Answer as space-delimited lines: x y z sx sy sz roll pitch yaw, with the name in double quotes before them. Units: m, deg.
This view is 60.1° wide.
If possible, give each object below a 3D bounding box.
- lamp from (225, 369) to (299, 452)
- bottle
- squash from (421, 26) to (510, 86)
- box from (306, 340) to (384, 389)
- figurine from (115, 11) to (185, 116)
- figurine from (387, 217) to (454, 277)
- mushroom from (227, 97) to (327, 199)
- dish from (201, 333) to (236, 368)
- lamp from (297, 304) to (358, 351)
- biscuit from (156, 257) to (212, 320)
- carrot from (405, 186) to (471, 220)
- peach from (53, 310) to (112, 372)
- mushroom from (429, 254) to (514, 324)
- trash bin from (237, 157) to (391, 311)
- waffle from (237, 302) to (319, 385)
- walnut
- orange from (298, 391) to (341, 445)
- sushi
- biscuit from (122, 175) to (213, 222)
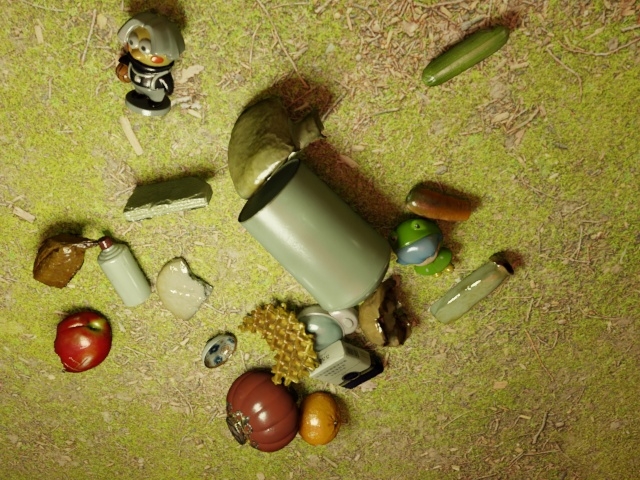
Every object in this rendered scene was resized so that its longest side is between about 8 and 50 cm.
"lamp" -0.209 0.616 2.002 0.257 0.303 0.303 -32 129 -29
"bottle" -0.638 0.091 1.771 0.104 0.104 0.245 -12 123 10
"squash" 0.362 -0.463 1.386 0.238 0.069 0.069 -28 119 19
"box" 0.088 0.443 1.948 0.168 0.071 0.259 -35 138 22
"figurine" -0.434 -0.451 1.388 0.175 0.133 0.237 27 129 7
"figurine" 0.313 0.029 1.684 0.162 0.143 0.263 -25 137 27
"mushroom" -0.148 -0.249 1.438 0.291 0.217 0.212 -25 102 27
"dish" -0.378 0.378 1.974 0.141 0.078 0.141 -32 142 -29
"lamp" 0.016 0.301 1.887 0.245 0.108 0.180 -24 124 16
"biscuit" -0.457 0.170 1.857 0.187 0.040 0.266 2 124 4
"carrot" 0.345 -0.099 1.620 0.193 0.087 0.087 16 123 -7
"peach" -0.831 0.356 1.908 0.226 0.196 0.190 -45 79 24
"mushroom" 0.491 0.164 1.795 0.099 0.081 0.312 36 120 -13
"trash bin" 0.000 0.000 1.590 0.280 0.280 0.432 -37 112 23
"waffle" -0.128 0.339 1.868 0.259 0.069 0.293 -31 92 35
"walnut" 0.193 0.254 1.803 0.141 0.204 0.238 -4 120 31
"orange" -0.002 0.673 2.085 0.161 0.193 0.194 -6 125 25
"sushi" -0.793 0.043 1.725 0.140 0.149 0.287 11 134 -47
"biscuit" -0.432 -0.127 1.589 0.252 0.150 0.052 -8 124 8
